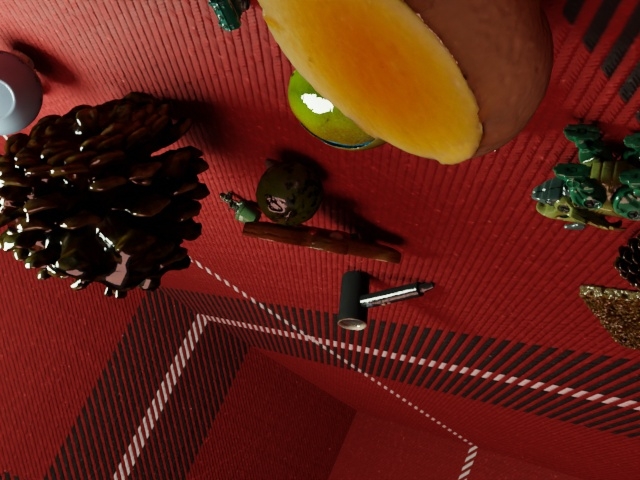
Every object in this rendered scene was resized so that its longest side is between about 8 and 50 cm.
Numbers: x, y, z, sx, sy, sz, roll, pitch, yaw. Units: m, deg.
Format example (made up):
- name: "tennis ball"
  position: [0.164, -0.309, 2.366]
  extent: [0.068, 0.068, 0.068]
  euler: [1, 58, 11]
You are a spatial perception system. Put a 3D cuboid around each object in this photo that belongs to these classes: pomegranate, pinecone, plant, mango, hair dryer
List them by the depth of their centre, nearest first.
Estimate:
- name: "mango"
  position: [0.055, -0.173, 0.916]
  extent: [0.233, 0.111, 0.125]
  euler: [9, 161, 38]
- name: "pinecone"
  position: [0.447, 0.025, 1.008]
  extent: [0.077, 0.077, 0.083]
  euler: [19, 157, 18]
- name: "pinecone"
  position: [-0.384, -0.069, 1.300]
  extent: [0.398, 0.397, 0.398]
  euler: [23, 162, 8]
- name: "pomegranate"
  position: [-0.060, -0.095, 1.318]
  extent: [0.122, 0.122, 0.161]
  euler: [42, -167, -41]
- name: "plant"
  position: [-0.181, -0.072, 1.616]
  extent: [0.102, 0.051, 0.051]
  euler: [34, 163, 7]
- name: "hair dryer"
  position: [0.150, 0.114, 1.660]
  extent: [0.255, 0.128, 0.070]
  euler: [-18, 144, 35]

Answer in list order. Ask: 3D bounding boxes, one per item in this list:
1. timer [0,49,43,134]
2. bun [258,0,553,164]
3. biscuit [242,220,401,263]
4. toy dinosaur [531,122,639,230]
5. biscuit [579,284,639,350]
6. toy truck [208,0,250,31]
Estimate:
- name: "timer"
  position: [-0.606, -0.308, 1.423]
  extent: [0.175, 0.255, 0.175]
  euler: [1, 128, 1]
- name: "bun"
  position: [0.089, -0.212, 0.679]
  extent: [0.299, 0.165, 0.299]
  euler: [40, 169, 9]
- name: "biscuit"
  position: [0.000, -0.003, 1.412]
  extent: [0.324, 0.049, 0.205]
  euler: [9, -178, -30]
- name: "toy dinosaur"
  position: [0.372, -0.061, 0.857]
  extent: [0.259, 0.094, 0.153]
  euler: [5, 154, 31]
- name: "biscuit"
  position: [0.548, 0.145, 1.284]
  extent: [0.131, 0.025, 0.231]
  euler: [5, 153, 46]
- name: "toy truck"
  position: [-0.120, -0.300, 0.905]
  extent: [0.039, 0.044, 0.083]
  euler: [15, 160, 20]
